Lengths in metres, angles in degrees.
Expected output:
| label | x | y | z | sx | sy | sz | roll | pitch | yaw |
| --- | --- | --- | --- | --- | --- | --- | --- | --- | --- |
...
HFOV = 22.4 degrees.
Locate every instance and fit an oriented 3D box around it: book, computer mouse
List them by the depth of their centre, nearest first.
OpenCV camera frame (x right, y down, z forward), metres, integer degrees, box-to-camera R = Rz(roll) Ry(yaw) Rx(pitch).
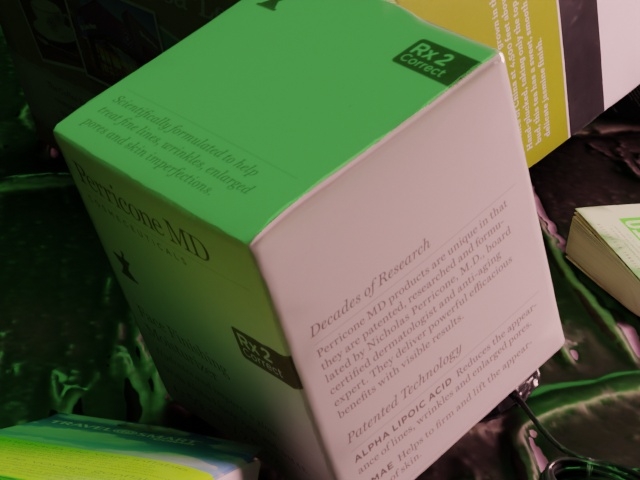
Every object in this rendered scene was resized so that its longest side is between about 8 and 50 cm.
| label | x | y | z | sx | sy | sz | roll | pitch | yaw |
| --- | --- | --- | --- | --- | --- | --- | --- | --- | --- |
| computer mouse | 0.101 | 0.092 | 0.808 | 0.071 | 0.041 | 0.242 | -20 | 40 | -24 |
| book | 0.239 | 0.011 | 0.999 | 0.144 | 0.035 | 0.096 | -5 | 31 | -22 |

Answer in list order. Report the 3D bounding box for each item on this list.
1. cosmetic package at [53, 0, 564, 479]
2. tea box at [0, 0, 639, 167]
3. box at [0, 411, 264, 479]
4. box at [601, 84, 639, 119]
| label | x | y | z | sx | sy | sz | roll | pitch | yaw |
| --- | --- | --- | --- | --- | --- | --- | --- | --- | --- |
| cosmetic package | 0.000 | 0.000 | 0.758 | 0.151 | 0.184 | 0.151 | -38 | 42 | -23 |
| tea box | -0.001 | -0.178 | 1.049 | 0.323 | 0.220 | 0.329 | -35 | 42 | -28 |
| box | -0.094 | 0.106 | 0.674 | 0.109 | 0.042 | 0.178 | 9 | 1 | 11 |
| box | 0.276 | -0.168 | 1.165 | 0.156 | 0.093 | 0.158 | -51 | 33 | -19 |
